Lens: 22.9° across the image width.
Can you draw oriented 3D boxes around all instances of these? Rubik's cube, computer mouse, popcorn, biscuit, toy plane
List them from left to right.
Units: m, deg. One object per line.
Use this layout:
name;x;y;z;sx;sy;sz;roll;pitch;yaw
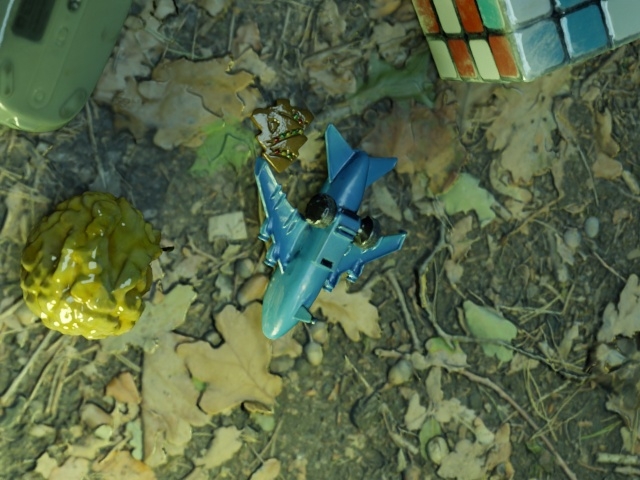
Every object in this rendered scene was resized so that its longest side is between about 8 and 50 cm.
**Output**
computer mouse;-0.302;-0.285;1.791;0.197;0.095;0.330;22;92;-45
popcorn;-0.261;0.029;1.834;0.170;0.180;0.180;7;95;5
biscuit;-0.049;-0.130;1.961;0.082;0.016;0.092;3;95;-23
toy plane;0.000;0.000;1.957;0.254;0.105;0.271;25;83;-38
Rubik's cube;0.260;-0.351;1.928;0.259;0.253;0.256;-26;106;-18
